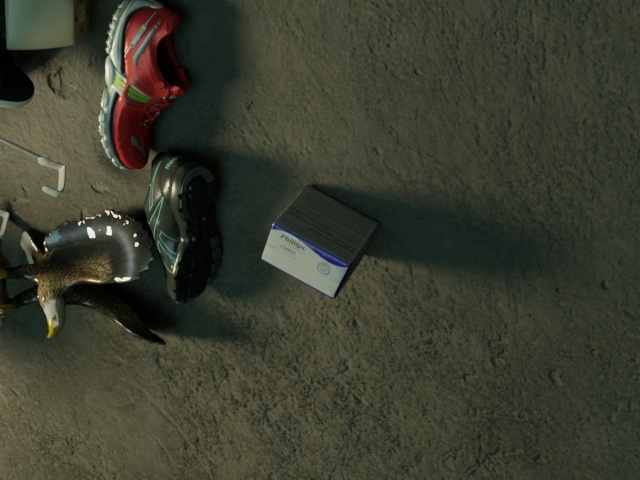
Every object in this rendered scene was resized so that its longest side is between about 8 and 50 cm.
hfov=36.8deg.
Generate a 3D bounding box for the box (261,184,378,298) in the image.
[{"bbox_3d":[0.000,0.000,1.413,0.126,0.137,0.072,29,125,7],"label":"box"}]

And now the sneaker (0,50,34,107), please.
[{"bbox_3d":[-0.502,-0.280,1.396,0.217,0.079,0.121,29,140,-26],"label":"sneaker"}]

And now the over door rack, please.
[{"bbox_3d":[-0.596,-0.157,1.575,0.324,0.108,0.240,37,139,-24],"label":"over door rack"}]

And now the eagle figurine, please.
[{"bbox_3d":[-0.411,0.076,1.621,0.299,0.226,0.225,-5,78,-3],"label":"eagle figurine"}]

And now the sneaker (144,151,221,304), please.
[{"bbox_3d":[-0.223,-0.021,1.542,0.106,0.101,0.267,30,128,33],"label":"sneaker"}]

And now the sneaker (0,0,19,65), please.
[{"bbox_3d":[-0.509,-0.377,1.452,0.125,0.139,0.340,10,142,-10],"label":"sneaker"}]

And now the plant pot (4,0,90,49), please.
[{"bbox_3d":[-0.400,-0.342,1.427,0.096,0.109,0.109,11,121,2],"label":"plant pot"}]

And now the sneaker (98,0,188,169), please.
[{"bbox_3d":[-0.258,-0.220,1.432,0.119,0.107,0.278,14,124,5],"label":"sneaker"}]
